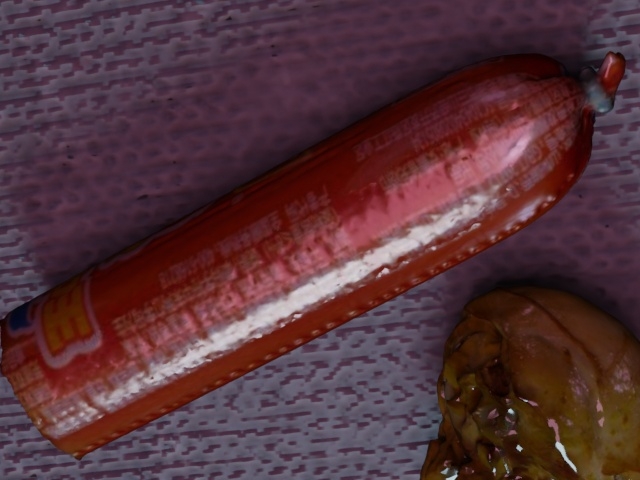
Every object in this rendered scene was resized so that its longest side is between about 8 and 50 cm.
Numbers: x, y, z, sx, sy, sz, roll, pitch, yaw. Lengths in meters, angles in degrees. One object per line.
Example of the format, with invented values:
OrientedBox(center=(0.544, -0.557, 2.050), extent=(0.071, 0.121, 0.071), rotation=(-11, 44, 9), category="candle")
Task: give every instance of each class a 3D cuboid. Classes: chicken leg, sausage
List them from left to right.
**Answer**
OrientedBox(center=(0.000, 0.000, 0.576), extent=(0.274, 0.074, 0.074), rotation=(-27, 102, 16), category="sausage")
OrientedBox(center=(0.111, 0.115, 0.593), extent=(0.101, 0.085, 0.207), rotation=(-37, 109, -17), category="chicken leg")
